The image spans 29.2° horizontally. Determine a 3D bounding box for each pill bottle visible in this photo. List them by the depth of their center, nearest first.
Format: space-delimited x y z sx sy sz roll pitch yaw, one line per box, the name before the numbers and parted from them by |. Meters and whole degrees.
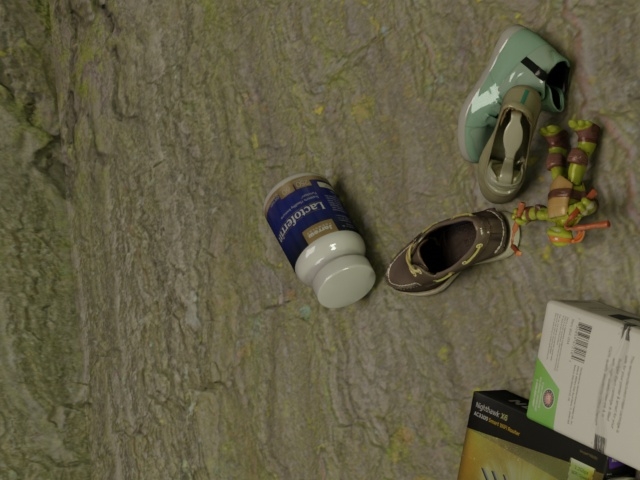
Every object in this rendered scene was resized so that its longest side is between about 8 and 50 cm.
pill bottle | 0.000 0.000 2.466 0.153 0.153 0.264 -58 46 33

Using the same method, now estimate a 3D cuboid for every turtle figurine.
turtle figurine | 0.403 -0.080 1.977 0.269 0.087 0.217 164 117 -68

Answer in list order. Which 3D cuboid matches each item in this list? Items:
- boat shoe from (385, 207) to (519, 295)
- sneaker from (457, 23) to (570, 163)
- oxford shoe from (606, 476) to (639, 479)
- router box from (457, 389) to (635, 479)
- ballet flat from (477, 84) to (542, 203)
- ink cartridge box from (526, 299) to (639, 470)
boat shoe | 0.215 0.023 2.218 0.324 0.097 0.116 -25 67 50
sneaker | 0.330 -0.222 2.086 0.151 0.094 0.255 44 123 42
oxford shoe | 0.443 0.579 1.816 0.130 0.169 0.449 11 91 52
router box | 0.358 0.405 2.007 0.309 0.081 0.242 19 103 52
ballet flat | 0.313 -0.143 2.053 0.086 0.086 0.248 52 148 42
ink cartridge box | 0.460 0.217 1.855 0.273 0.115 0.198 21 105 53
